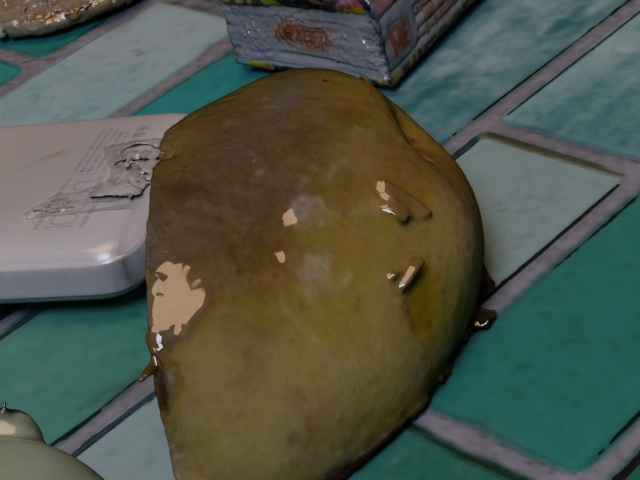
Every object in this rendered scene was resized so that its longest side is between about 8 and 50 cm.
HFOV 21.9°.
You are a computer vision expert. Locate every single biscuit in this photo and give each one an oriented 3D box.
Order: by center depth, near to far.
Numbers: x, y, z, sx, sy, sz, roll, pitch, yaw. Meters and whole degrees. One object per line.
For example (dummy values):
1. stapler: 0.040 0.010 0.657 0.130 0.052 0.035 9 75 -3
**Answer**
1. biscuit: -0.165 -0.173 1.077 0.152 0.020 0.152 -10 35 8

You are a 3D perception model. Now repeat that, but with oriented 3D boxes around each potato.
1. potato: 0.000 0.000 0.692 0.138 0.098 0.243 -11 35 4

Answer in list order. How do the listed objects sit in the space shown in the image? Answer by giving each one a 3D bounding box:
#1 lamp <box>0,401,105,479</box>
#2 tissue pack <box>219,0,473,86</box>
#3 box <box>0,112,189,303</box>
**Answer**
1. lamp: -0.132 0.146 0.473 0.197 0.198 0.244 -4 12 17
2. tissue pack: 0.028 -0.149 0.926 0.108 0.060 0.148 10 42 34
3. box: -0.202 -0.013 0.839 0.285 0.044 0.142 -3 33 18
